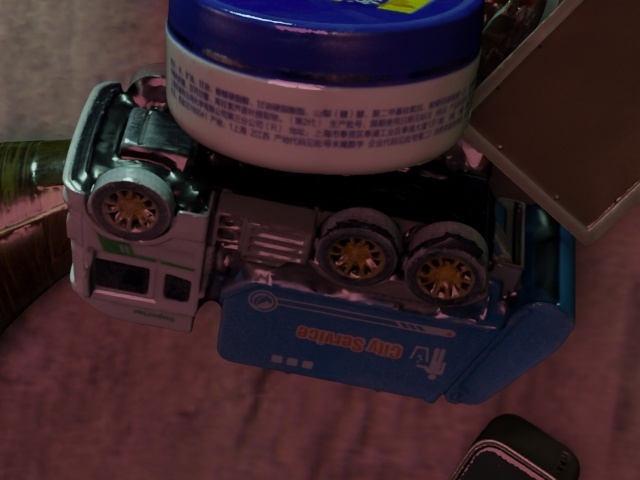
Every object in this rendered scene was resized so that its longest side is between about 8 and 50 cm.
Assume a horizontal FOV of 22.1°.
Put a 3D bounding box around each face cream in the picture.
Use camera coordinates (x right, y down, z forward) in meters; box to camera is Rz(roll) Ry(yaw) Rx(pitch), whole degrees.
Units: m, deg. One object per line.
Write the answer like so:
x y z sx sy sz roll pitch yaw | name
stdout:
0.002 -0.121 1.072 0.206 0.206 0.111 11 118 15 | face cream

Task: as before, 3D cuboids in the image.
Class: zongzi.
-0.228 0.034 1.332 0.247 0.111 0.241 -3 104 11 | zongzi

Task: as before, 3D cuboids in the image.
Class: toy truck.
0.000 0.000 1.174 0.367 0.146 0.175 13 132 -2 | toy truck

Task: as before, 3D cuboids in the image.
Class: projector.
0.144 0.190 1.248 0.083 0.082 0.083 34 106 10 | projector

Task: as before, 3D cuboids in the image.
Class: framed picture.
0.199 -0.101 1.127 0.142 0.011 0.183 40 111 -11 | framed picture

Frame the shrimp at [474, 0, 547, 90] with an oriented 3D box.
0.102 -0.189 1.185 0.145 0.116 0.343 43 114 5 | shrimp

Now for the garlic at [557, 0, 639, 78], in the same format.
0.268 -0.183 1.154 0.266 0.148 0.128 -42 49 22 | garlic
